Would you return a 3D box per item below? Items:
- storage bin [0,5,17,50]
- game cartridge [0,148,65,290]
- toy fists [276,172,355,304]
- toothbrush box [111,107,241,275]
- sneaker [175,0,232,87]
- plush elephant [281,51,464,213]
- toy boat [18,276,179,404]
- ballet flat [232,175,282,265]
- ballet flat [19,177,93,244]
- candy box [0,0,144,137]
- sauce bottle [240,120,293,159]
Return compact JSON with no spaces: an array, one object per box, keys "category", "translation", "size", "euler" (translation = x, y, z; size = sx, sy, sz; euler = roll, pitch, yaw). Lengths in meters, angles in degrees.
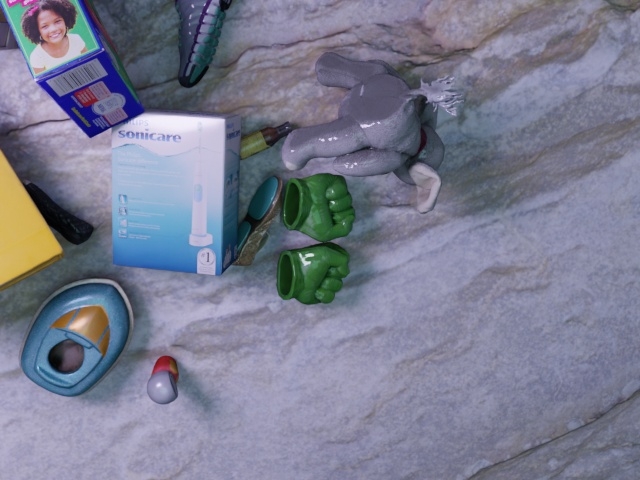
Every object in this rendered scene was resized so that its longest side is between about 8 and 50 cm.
[{"category":"storage bin","translation":[-0.652,-0.397,1.163],"size":[0.260,0.262,0.123],"euler":[14,103,-13]},{"category":"game cartridge","translation":[-0.637,-0.042,1.185],"size":[0.285,0.053,0.323],"euler":[-31,85,-21]},{"category":"toy fists","translation":[0.000,0.000,1.458],"size":[0.142,0.096,0.279],"euler":[-3,105,-32]},{"category":"toothbrush box","translation":[-0.272,-0.098,1.353],"size":[0.216,0.126,0.295],"euler":[4,105,7]},{"category":"sneaker","translation":[-0.241,-0.404,1.342],"size":[0.098,0.083,0.223],"euler":[23,96,6]},{"category":"plush elephant","translation":[0.133,-0.199,1.379],"size":[0.330,0.272,0.255],"euler":[-1,148,22]},{"category":"toy boat","translation":[-0.424,0.223,1.426],"size":[0.318,0.148,0.267],"euler":[28,98,-15]},{"category":"ballet flat","translation":[-0.124,-0.036,1.461],"size":[0.067,0.073,0.206],"euler":[24,103,-41]},{"category":"ballet flat","translation":[-0.524,-0.059,1.396],"size":[0.173,0.049,0.057],"euler":[45,136,-16]},{"category":"candy box","translation":[-0.426,-0.363,1.156],"size":[0.122,0.268,0.317],"euler":[-27,82,-6]},{"category":"sauce bottle","translation":[-0.116,-0.200,1.422],"size":[0.128,0.042,0.042],"euler":[-23,107,-1]}]
